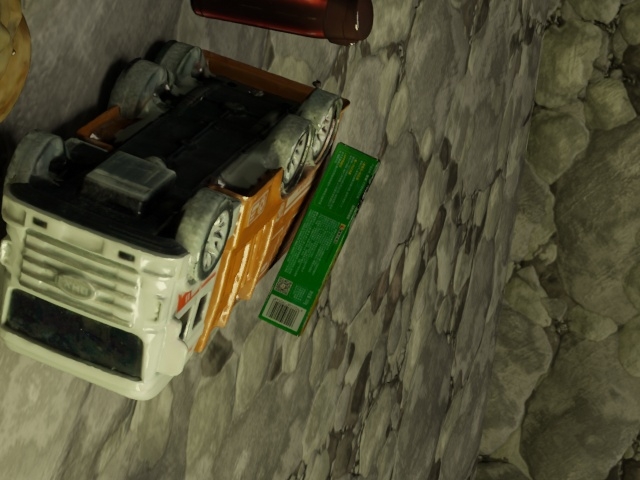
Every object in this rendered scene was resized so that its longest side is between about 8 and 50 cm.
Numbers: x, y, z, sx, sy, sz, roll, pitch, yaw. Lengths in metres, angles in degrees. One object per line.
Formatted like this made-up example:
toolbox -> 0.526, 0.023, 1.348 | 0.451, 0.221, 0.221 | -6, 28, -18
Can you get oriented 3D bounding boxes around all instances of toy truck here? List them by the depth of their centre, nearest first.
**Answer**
toy truck -> -0.121, -0.016, 1.299 | 0.387, 0.173, 0.207 | -48, 155, -60

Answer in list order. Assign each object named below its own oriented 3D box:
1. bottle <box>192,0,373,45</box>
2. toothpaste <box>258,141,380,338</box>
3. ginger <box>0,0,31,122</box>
bottle -> -0.032, -0.216, 1.425 | 0.060, 0.164, 0.060 | 13, 90, -72
toothpaste -> 0.000, 0.000, 1.417 | 0.037, 0.043, 0.178 | 9, 105, -85
ginger -> -0.247, -0.195, 0.830 | 0.256, 0.176, 0.375 | -81, 172, -59
